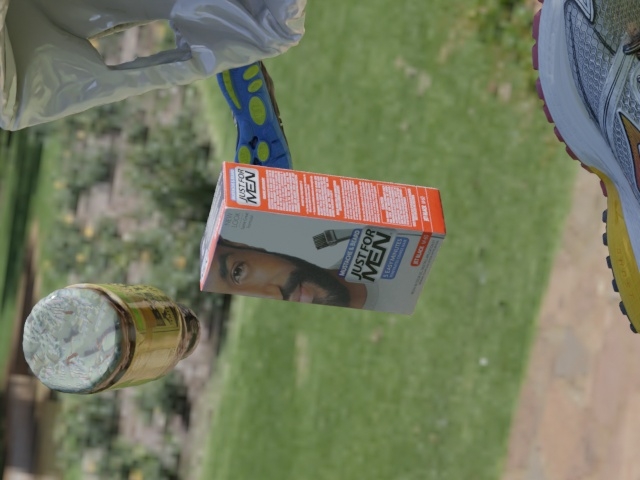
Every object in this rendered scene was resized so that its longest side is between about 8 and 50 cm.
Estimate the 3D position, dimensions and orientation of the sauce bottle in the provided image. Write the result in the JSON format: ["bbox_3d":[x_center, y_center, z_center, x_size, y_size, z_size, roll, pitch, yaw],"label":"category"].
[{"bbox_3d":[-0.205,0.099,1.800,0.344,0.111,0.111,6,-88,-80],"label":"sauce bottle"}]

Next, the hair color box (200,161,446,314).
[{"bbox_3d":[0.000,0.000,1.282,0.053,0.167,0.093,-94,16,-44],"label":"hair color box"}]

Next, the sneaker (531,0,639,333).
[{"bbox_3d":[0.181,-0.052,0.855,0.092,0.088,0.225,-11,107,54],"label":"sneaker"}]

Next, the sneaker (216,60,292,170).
[{"bbox_3d":[-0.066,-0.129,1.881,0.078,0.067,0.188,-55,-46,-69],"label":"sneaker"}]

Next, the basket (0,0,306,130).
[{"bbox_3d":[-0.198,-0.318,1.637,0.331,0.328,0.266,105,145,-65],"label":"basket"}]
